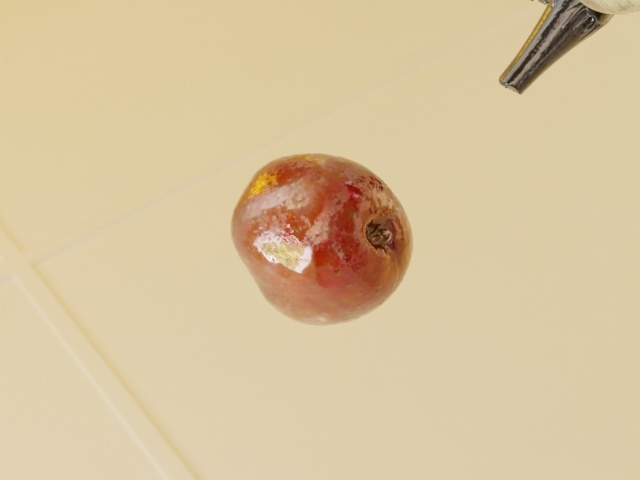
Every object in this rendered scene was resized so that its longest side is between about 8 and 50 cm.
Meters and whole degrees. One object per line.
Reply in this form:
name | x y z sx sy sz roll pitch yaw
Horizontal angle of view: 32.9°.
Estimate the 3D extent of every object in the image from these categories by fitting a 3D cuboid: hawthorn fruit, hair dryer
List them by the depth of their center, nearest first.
hawthorn fruit | 0.000 0.000 1.661 0.284 0.284 0.284 0 -132 0
hair dryer | 0.398 -0.434 2.009 0.304 0.120 0.359 -50 -149 11

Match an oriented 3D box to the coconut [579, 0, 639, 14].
coconut | 0.423 -0.411 1.499 0.224 0.224 0.224 0 -132 0
